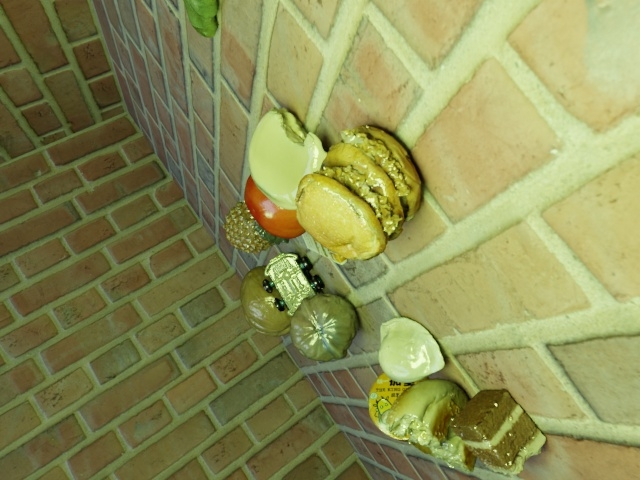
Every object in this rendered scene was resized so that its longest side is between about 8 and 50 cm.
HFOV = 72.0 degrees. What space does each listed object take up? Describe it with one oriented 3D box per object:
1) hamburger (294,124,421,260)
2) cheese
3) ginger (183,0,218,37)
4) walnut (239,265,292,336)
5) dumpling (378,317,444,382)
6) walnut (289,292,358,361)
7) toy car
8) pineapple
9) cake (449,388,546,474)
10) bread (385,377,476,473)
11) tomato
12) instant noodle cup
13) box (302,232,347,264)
[{"bbox_3d":[0.078,-0.095,0.886,0.245,0.211,0.260,22,145,46],"label":"hamburger"},{"bbox_3d":[-0.071,-0.211,1.135,0.266,0.127,0.233,45,129,20],"label":"cheese"},{"bbox_3d":[-0.320,-0.663,1.154,0.290,0.089,0.137,141,115,-73],"label":"ginger"},{"bbox_3d":[-0.216,0.259,1.962,0.333,0.333,0.332,47,157,27],"label":"walnut"},{"bbox_3d":[0.239,0.305,1.236,0.252,0.132,0.179,-34,65,60],"label":"dumpling"},{"bbox_3d":[0.013,0.301,1.543,0.248,0.248,0.248,47,157,27],"label":"walnut"},{"bbox_3d":[-0.102,0.166,1.757,0.247,0.204,0.198,59,-177,0],"label":"toy car"},{"bbox_3d":[-0.208,-0.060,1.632,0.357,0.223,0.222,-6,115,55],"label":"pineapple"},{"bbox_3d":[0.411,0.446,1.026,0.147,0.135,0.134,50,158,5],"label":"cake"},{"bbox_3d":[0.303,0.464,1.168,0.314,0.191,0.171,40,153,-30],"label":"bread"},{"bbox_3d":[-0.128,-0.128,1.352,0.260,0.180,0.259,44,153,29],"label":"tomato"},{"bbox_3d":[0.266,0.530,1.385,0.216,0.216,0.172,43,164,34],"label":"instant noodle cup"},{"bbox_3d":[0.001,0.000,1.447,0.220,0.032,0.122,23,140,57],"label":"box"}]
